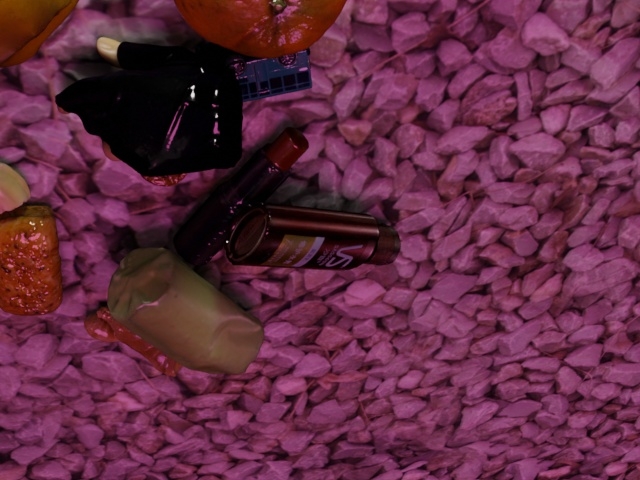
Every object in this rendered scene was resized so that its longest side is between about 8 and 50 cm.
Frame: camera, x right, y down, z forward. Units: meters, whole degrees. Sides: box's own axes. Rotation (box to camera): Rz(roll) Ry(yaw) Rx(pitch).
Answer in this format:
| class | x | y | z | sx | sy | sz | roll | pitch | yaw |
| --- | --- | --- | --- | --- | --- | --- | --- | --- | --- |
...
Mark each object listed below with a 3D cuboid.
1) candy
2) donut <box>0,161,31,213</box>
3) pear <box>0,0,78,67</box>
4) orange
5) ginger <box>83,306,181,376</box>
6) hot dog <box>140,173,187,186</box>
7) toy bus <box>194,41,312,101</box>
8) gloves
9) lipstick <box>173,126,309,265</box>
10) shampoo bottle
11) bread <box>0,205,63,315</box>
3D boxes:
| class | x | y | z | sx | sy | sz | roll | pitch | yaw |
| --- | --- | --- | --- | --- | --- | --- | --- | --- | --- |
| candy | -0.227 | 0.133 | 1.660 | 0.132 | 0.142 | 0.343 | -10 | 151 | 25 |
| donut | -0.535 | -0.073 | 1.454 | 0.166 | 0.065 | 0.108 | -15 | 135 | -1 |
| pear | -0.429 | -0.351 | 1.078 | 0.336 | 0.285 | 0.285 | 25 | 124 | -18 |
| orange | -0.076 | -0.344 | 1.245 | 0.240 | 0.171 | 0.240 | -7 | 135 | -7 |
| ginger | -0.318 | 0.165 | 1.739 | 0.205 | 0.081 | 0.115 | 30 | 103 | -28 |
| hot dog | -0.248 | -0.115 | 1.515 | 0.083 | 0.035 | 0.058 | 5 | 135 | -20 |
| toy bus | -0.096 | -0.252 | 1.394 | 0.160 | 0.079 | 0.092 | -12 | 135 | -5 |
| gloves | -0.246 | -0.186 | 1.330 | 0.301 | 0.197 | 0.152 | 3 | -177 | 38 |
| lipstick | -0.128 | -0.071 | 1.559 | 0.081 | 0.081 | 0.300 | 27 | 123 | -35 |
| shampoo bottle | 0.000 | 0.000 | 1.604 | 0.323 | 0.084 | 0.129 | 6 | 136 | -43 |
| bread | -0.480 | 0.035 | 1.566 | 0.114 | 0.083 | 0.211 | -1 | 132 | -9 |
